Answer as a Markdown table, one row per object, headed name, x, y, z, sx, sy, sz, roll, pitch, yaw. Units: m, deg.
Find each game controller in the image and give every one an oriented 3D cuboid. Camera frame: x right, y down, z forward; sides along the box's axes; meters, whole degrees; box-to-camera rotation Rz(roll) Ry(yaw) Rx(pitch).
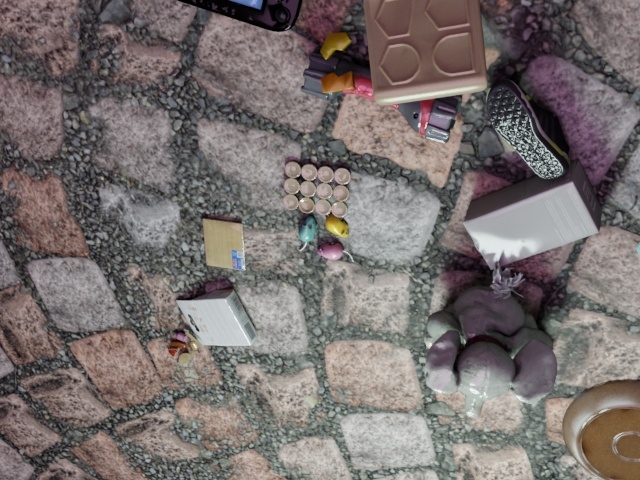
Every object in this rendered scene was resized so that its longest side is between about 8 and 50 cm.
| name | x | y | z | sx | sy | sz | roll | pitch | yaw |
| --- | --- | --- | --- | --- | --- | --- | --- | --- | --- |
| game controller | -0.180 | -0.515 | 1.756 | 0.319 | 0.067 | 0.166 | 19 | 125 | 7 |

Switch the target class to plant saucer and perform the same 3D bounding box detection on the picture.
| name | x | y | z | sx | sy | sz | roll | pitch | yaw |
| --- | --- | --- | --- | --- | --- | --- | --- | --- | --- |
| plant saucer | 0.696 | 0.447 | 2.053 | 0.311 | 0.050 | 0.310 | 8 | 122 | 13 |

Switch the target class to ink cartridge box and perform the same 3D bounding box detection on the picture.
| name | x | y | z | sx | sy | sz | roll | pitch | yaw |
| --- | --- | --- | --- | --- | --- | --- | --- | --- | --- |
| ink cartridge box | -0.251 | 0.190 | 2.246 | 0.179 | 0.045 | 0.145 | -3 | 121 | 42 |

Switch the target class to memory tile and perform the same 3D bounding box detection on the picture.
| name | x | y | z | sx | sy | sz | roll | pitch | yaw |
| --- | --- | --- | --- | --- | --- | --- | --- | --- | --- |
| memory tile | -0.008 | -0.109 | 1.968 | 0.148 | 0.012 | 0.113 | 9 | 111 | 14 |

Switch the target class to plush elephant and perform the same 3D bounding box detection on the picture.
| name | x | y | z | sx | sy | sz | roll | pitch | yaw |
| --- | --- | --- | --- | --- | --- | --- | --- | --- | --- |
| plush elephant | 0.336 | 0.237 | 1.874 | 0.272 | 0.255 | 0.330 | 13 | 146 | 10 |

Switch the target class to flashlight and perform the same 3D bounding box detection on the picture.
| name | x | y | z | sx | sy | sz | roll | pitch | yaw |
| --- | --- | --- | --- | --- | --- | --- | --- | --- | --- |
| flashlight | 0.115 | -0.276 | 1.777 | 0.304 | 0.103 | 0.103 | 17 | 120 | 8 |

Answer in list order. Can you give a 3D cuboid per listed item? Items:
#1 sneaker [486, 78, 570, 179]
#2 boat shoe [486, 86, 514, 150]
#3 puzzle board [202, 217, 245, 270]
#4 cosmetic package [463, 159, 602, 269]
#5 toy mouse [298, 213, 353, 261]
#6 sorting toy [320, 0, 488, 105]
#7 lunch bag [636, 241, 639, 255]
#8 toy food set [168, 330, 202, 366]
| name | x | y | z | sx | sy | sz | roll | pitch | yaw |
| --- | --- | --- | --- | --- | --- | --- | --- | --- | --- |
| sneaker | 0.391 | -0.216 | 1.721 | 0.084 | 0.097 | 0.234 | -15 | 124 | 42 |
| boat shoe | 0.355 | -0.236 | 1.755 | 0.049 | 0.042 | 0.133 | 7 | 129 | 59 |
| puzzle board | -0.221 | 0.008 | 2.129 | 0.097 | 0.011 | 0.128 | 8 | 123 | 14 |
| cosmetic package | 0.416 | -0.048 | 1.814 | 0.238 | 0.107 | 0.127 | -19 | 113 | 31 |
| toy mouse | 0.000 | 0.000 | 2.032 | 0.143 | 0.031 | 0.161 | -26 | 109 | 31 |
| sorting toy | 0.146 | -0.369 | 1.704 | 0.307 | 0.041 | 0.229 | -6 | 95 | 17 |
| lunch bag | 0.742 | 0.022 | 1.708 | 0.279 | 0.108 | 0.224 | 36 | 152 | -1 |
| toy food set | -0.344 | 0.266 | 2.329 | 0.078 | 0.019 | 0.122 | 44 | 132 | -10 |
